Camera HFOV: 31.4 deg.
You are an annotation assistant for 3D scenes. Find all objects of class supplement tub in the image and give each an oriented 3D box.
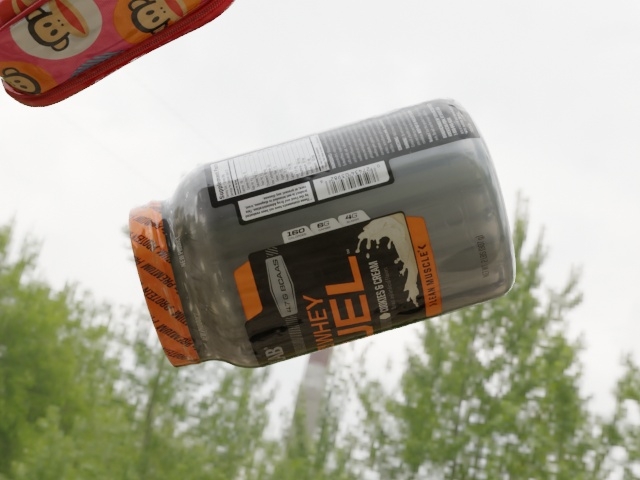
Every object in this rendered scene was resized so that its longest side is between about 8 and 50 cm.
[{"bbox_3d":[0.000,0.000,1.028,0.316,0.194,0.193,-16,-25,0],"label":"supplement tub"}]

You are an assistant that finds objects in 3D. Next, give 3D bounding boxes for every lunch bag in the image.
[{"bbox_3d":[-0.176,-0.270,0.895,0.258,0.293,0.120,-26,-36,12],"label":"lunch bag"}]
